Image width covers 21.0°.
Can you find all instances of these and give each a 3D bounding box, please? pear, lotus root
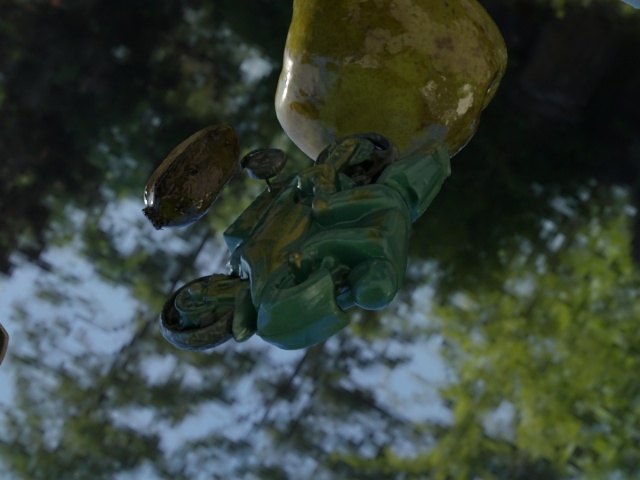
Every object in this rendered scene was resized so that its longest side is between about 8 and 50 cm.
[{"bbox_3d":[0.092,-0.231,2.248,0.304,0.304,0.304,28,-168,-6],"label":"pear"},{"bbox_3d":[-0.159,-0.079,2.165,0.080,0.179,0.089,50,150,-19],"label":"lotus root"}]

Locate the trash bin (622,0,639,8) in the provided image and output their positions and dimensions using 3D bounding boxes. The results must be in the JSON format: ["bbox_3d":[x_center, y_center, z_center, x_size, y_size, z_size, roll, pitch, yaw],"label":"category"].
[{"bbox_3d":[0.108,-0.342,1.079,0.367,0.296,0.256,28,-148,-6],"label":"trash bin"}]

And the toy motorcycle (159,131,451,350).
[{"bbox_3d":[0.001,-0.001,1.510,0.198,0.296,0.109,11,136,37],"label":"toy motorcycle"}]

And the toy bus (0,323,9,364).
[{"bbox_3d":[-0.405,0.118,1.886,0.075,0.123,0.060,50,-146,-36],"label":"toy bus"}]
